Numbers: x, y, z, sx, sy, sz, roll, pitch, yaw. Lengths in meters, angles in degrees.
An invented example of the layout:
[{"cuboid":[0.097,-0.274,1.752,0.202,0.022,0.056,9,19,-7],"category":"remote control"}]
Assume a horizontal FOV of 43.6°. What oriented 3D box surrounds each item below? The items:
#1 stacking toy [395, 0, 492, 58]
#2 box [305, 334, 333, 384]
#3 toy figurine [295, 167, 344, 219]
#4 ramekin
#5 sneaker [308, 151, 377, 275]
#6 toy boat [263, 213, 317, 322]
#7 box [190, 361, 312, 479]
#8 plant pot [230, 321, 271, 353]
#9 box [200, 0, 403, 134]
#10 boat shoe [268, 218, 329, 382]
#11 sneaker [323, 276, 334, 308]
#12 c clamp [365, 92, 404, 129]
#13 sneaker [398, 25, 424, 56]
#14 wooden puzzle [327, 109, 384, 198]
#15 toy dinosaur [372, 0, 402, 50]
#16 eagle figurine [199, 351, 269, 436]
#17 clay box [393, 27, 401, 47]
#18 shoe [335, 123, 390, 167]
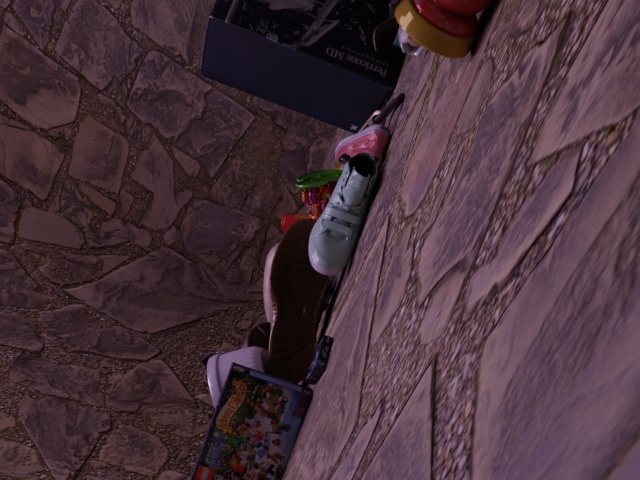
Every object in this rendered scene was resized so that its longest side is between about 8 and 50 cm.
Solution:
[{"cuboid":[0.130,-0.429,1.146,0.130,0.309,0.279,-56,2,40],"category":"stacking toy"},{"cuboid":[-0.002,0.221,1.474,0.083,0.018,0.067,117,172,-57],"category":"box"},{"cuboid":[0.014,-0.065,1.766,0.173,0.130,0.159,-36,-59,-62],"category":"toy figurine"},{"cuboid":[-0.137,0.311,1.610,0.207,0.109,0.207,-23,-90,-85],"category":"ramekin"},{"cuboid":[0.045,-0.063,1.595,0.151,0.094,0.255,105,-176,-58],"category":"sneaker"},{"cuboid":[-0.042,0.058,1.905,0.267,0.148,0.318,89,-170,-51],"category":"toy boat"},{"cuboid":[-0.129,0.362,1.492,0.044,0.159,0.233,-101,31,-79],"category":"box"},{"cuboid":[-0.131,0.279,1.845,0.165,0.167,0.167,118,171,-51],"category":"plant pot"},{"cuboid":[-0.006,-0.604,2.103,0.297,0.480,0.471,124,165,-69],"category":"box"},{"cuboid":[-0.052,0.125,1.663,0.110,0.122,0.340,101,178,-78],"category":"boat shoe"},{"cuboid":[-0.010,0.132,1.752,0.058,0.052,0.135,-86,13,-48],"category":"sneaker"},{"cuboid":[0.126,-0.259,1.738,0.137,0.022,0.160,-43,-1,-17],"category":"c clamp"},{"cuboid":[0.195,-0.414,1.494,0.228,0.088,0.092,75,-153,-86],"category":"sneaker"},{"cuboid":[0.069,-0.175,1.902,0.221,0.044,0.238,-49,19,44],"category":"wooden puzzle"},{"cuboid":[0.214,-0.582,1.912,0.160,0.121,0.313,49,-124,-82],"category":"toy dinosaur"},{"cuboid":[-0.221,0.406,2.298,0.226,0.225,0.298,-56,-23,-66],"category":"eagle figurine"},{"cuboid":[0.223,-0.513,1.694,0.222,0.053,0.127,121,170,-69],"category":"clay box"},{"cuboid":[0.081,-0.182,1.721,0.178,0.064,0.081,-24,44,55],"category":"shoe"}]
